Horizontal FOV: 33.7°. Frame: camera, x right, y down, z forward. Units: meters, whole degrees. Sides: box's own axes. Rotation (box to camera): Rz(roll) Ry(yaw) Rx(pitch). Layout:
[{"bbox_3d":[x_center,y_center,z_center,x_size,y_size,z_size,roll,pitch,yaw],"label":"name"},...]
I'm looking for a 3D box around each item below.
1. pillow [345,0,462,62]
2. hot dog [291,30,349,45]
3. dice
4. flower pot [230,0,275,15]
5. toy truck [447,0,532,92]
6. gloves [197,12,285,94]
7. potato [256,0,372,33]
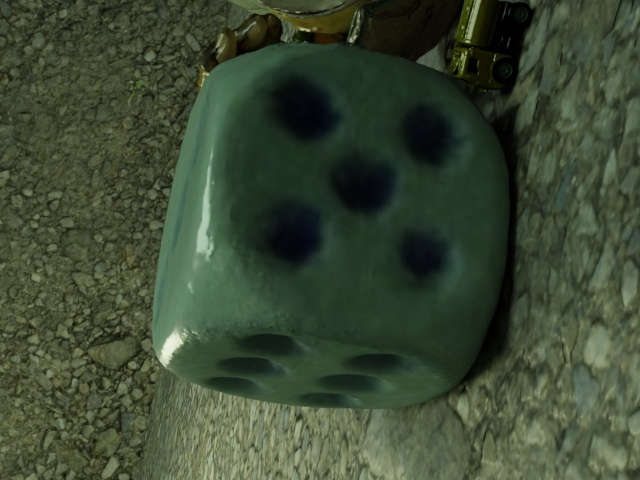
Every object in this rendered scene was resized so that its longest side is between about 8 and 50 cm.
[{"bbox_3d":[0.082,-0.206,1.052,0.232,0.043,0.126,-40,-15,-48],"label":"pillow"},{"bbox_3d":[0.001,-0.197,1.473,0.135,0.100,0.337,114,162,-44],"label":"hot dog"},{"bbox_3d":[0.000,0.000,0.956,0.268,0.264,0.262,134,145,-65],"label":"dice"},{"bbox_3d":[-0.079,-0.516,1.872,0.246,0.195,0.246,-168,90,-78],"label":"flower pot"},{"bbox_3d":[0.148,-0.175,0.944,0.049,0.054,0.083,-128,50,-72],"label":"toy truck"},{"bbox_3d":[-0.107,-0.196,1.606,0.356,0.155,0.203,81,177,-57],"label":"gloves"},{"bbox_3d":[0.001,-0.442,1.546,0.397,0.290,0.296,55,-179,20],"label":"potato"}]
